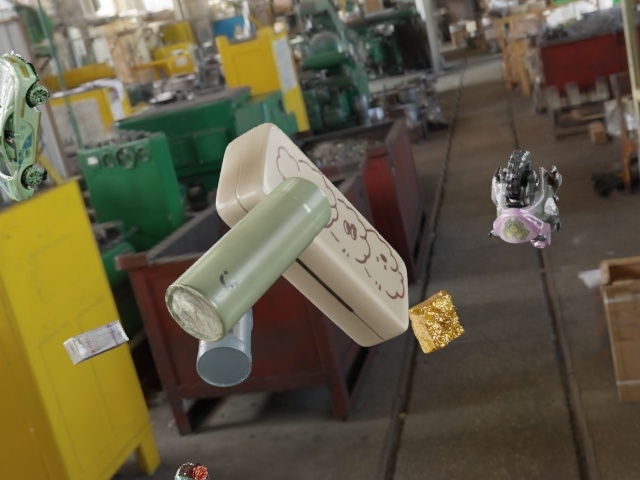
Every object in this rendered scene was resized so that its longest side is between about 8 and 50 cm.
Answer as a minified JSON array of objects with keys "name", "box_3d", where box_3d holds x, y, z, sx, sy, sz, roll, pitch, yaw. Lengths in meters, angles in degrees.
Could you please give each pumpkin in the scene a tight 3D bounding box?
[{"name":"pumpkin","box_3d":[0.185,0.132,1.408,0.074,0.083,0.054,-24,6,-30]}]

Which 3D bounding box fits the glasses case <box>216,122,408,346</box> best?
[{"name":"glasses case","box_3d":[0.000,0.000,1.160,0.076,0.336,0.144,-25,40,27]}]

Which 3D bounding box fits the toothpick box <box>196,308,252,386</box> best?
[{"name":"toothpick box","box_3d":[-0.175,0.181,1.594,0.101,0.101,0.153,-12,34,4]}]

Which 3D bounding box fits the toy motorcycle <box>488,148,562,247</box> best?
[{"name":"toy motorcycle","box_3d":[0.439,-0.059,1.840,0.143,0.188,0.327,2,-16,25]}]

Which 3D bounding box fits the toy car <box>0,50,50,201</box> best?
[{"name":"toy car","box_3d":[-0.374,-0.133,1.045,0.093,0.186,0.058,32,32,34]}]

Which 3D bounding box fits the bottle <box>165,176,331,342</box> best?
[{"name":"bottle","box_3d":[-0.069,0.014,0.888,0.072,0.072,0.201,-1,35,40]}]

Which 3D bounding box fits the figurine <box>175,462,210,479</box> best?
[{"name":"figurine","box_3d":[-0.181,0.383,1.331,0.060,0.106,0.047,-3,40,33]}]

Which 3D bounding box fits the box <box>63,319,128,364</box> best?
[{"name":"box","box_3d":[-0.435,0.197,1.679,0.117,0.050,0.036,-19,-13,-49]}]
